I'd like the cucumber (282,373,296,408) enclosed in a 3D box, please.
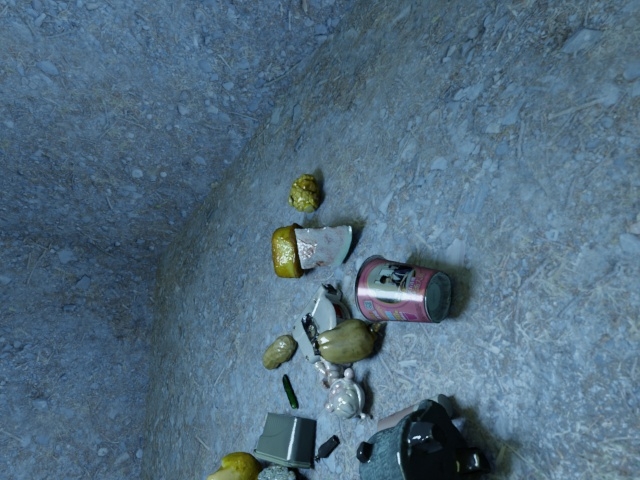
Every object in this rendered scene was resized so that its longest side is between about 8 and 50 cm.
[{"bbox_3d":[-0.136,0.654,1.869,0.184,0.033,0.036,-124,43,-51],"label":"cucumber"}]

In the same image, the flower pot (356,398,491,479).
[{"bbox_3d":[0.272,0.584,1.145,0.283,0.298,0.299,-42,44,45],"label":"flower pot"}]

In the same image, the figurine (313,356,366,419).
[{"bbox_3d":[0.076,0.544,1.560,0.182,0.144,0.257,-39,40,8],"label":"figurine"}]

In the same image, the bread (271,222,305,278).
[{"bbox_3d":[-0.135,0.053,1.980,0.145,0.268,0.269,-4,65,11],"label":"bread"}]

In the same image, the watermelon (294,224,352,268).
[{"bbox_3d":[0.000,0.000,1.848,0.310,0.231,0.193,13,121,45],"label":"watermelon"}]

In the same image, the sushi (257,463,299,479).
[{"bbox_3d":[-0.151,0.938,1.643,0.225,0.136,0.126,-39,67,64],"label":"sushi"}]

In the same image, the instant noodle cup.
[{"bbox_3d":[0.275,0.169,1.399,0.254,0.243,0.244,3,77,45],"label":"instant noodle cup"}]

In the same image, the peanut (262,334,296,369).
[{"bbox_3d":[-0.191,0.510,1.955,0.226,0.095,0.108,-47,38,31],"label":"peanut"}]

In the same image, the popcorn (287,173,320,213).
[{"bbox_3d":[-0.078,-0.219,2.110,0.163,0.140,0.194,-22,64,11],"label":"popcorn"}]

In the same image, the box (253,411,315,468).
[{"bbox_3d":[-0.139,0.795,1.733,0.274,0.138,0.178,-15,57,47],"label":"box"}]

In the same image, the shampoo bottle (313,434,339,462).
[{"bbox_3d":[0.020,0.775,1.606,0.137,0.027,0.048,-53,36,23],"label":"shampoo bottle"}]

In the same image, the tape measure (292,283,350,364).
[{"bbox_3d":[0.005,0.344,1.744,0.258,0.130,0.265,-54,38,18],"label":"tape measure"}]

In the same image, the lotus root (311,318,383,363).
[{"bbox_3d":[0.097,0.362,1.560,0.155,0.256,0.140,-108,10,-48],"label":"lotus root"}]

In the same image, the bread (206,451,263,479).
[{"bbox_3d":[-0.324,1.057,1.710,0.361,0.250,0.395,99,168,-55],"label":"bread"}]

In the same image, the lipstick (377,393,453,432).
[{"bbox_3d":[0.284,0.545,1.321,0.254,0.070,0.070,-41,45,35],"label":"lipstick"}]
